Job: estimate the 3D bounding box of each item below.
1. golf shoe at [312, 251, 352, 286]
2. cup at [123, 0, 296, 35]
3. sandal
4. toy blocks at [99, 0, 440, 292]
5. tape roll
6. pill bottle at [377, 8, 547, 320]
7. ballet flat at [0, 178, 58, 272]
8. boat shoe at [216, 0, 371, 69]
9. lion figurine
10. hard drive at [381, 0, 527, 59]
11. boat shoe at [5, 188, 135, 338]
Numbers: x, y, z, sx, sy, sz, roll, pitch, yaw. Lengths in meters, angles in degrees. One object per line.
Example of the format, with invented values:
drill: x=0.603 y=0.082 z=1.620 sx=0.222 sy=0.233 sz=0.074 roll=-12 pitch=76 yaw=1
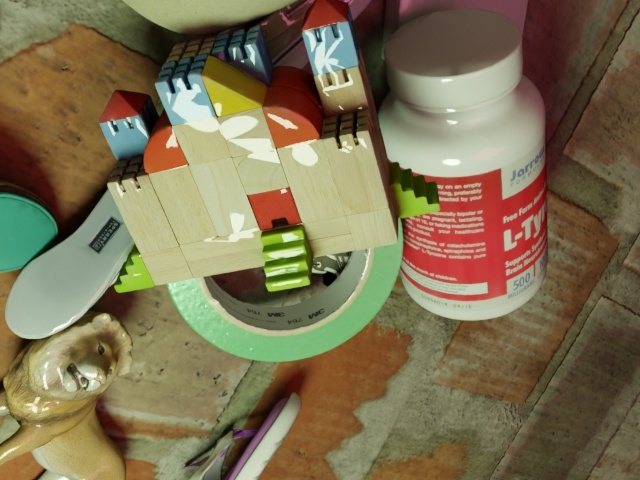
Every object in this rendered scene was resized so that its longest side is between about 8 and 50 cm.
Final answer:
golf shoe: x=0.000 y=0.000 z=1.228 sx=0.094 sy=0.077 sz=0.198 roll=-44 pitch=128 yaw=-5
cup: x=-0.110 y=-0.351 z=0.856 sx=0.331 sy=0.331 sz=0.237 roll=18 pitch=130 yaw=-37
sandal: x=-0.179 y=0.392 z=1.293 sx=0.102 sy=0.169 sz=0.416 roll=37 pitch=92 yaw=1
toy blocks: x=-0.084 y=-0.102 z=0.904 sx=0.381 sy=0.191 sz=0.261 roll=-10 pitch=125 yaw=12
tape roll: x=-0.052 y=0.007 z=1.134 sx=0.321 sy=0.077 sz=0.321 roll=-4 pitch=112 yaw=-11
pill bottle: x=0.201 y=-0.100 z=1.179 sx=0.229 sy=0.229 sz=0.408 roll=-29 pitch=133 yaw=-17
ballet flat: x=-0.414 y=-0.030 z=0.893 sx=0.116 sy=0.124 sz=0.342 roll=-60 pitch=168 yaw=10
boat shoe: x=-0.023 y=-0.296 z=1.044 sx=0.302 sy=0.109 sz=0.094 roll=-49 pitch=127 yaw=2
lion figurine: x=-0.341 y=0.271 z=1.134 sx=0.240 sy=0.142 sz=0.392 roll=-30 pitch=141 yaw=-26
hard drive: x=0.204 y=-0.428 z=1.156 sx=0.233 sy=0.047 sz=0.353 roll=-11 pitch=119 yaw=-28
boat shoe: x=-0.278 y=0.022 z=1.048 sx=0.258 sy=0.095 sz=0.084 roll=-45 pitch=173 yaw=-8
